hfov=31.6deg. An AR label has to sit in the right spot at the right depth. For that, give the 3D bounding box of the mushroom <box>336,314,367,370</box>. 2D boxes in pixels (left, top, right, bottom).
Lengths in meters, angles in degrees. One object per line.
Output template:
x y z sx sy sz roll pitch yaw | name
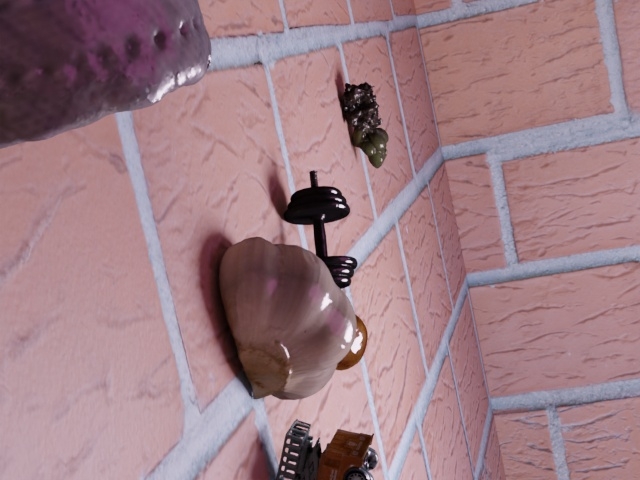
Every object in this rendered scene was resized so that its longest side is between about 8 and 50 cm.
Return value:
0.035 0.141 1.734 0.088 0.073 0.129 43 19 -8 | mushroom

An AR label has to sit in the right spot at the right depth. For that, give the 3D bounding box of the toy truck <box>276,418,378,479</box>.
0.001 0.325 1.416 0.080 0.115 0.177 -44 146 -73 | toy truck

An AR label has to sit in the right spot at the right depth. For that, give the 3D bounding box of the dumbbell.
0.000 0.000 1.628 0.099 0.099 0.208 34 48 -70 | dumbbell

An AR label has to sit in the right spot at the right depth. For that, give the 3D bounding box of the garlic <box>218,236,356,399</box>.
-0.031 0.087 1.384 0.229 0.143 0.178 55 29 -41 | garlic

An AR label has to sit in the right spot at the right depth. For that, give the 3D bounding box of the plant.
0.087 -0.224 2.167 0.085 0.087 0.174 -37 116 -40 | plant

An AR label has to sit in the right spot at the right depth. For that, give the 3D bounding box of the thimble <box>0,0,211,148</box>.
-0.198 -0.154 0.767 0.245 0.217 0.157 -40 117 -55 | thimble
